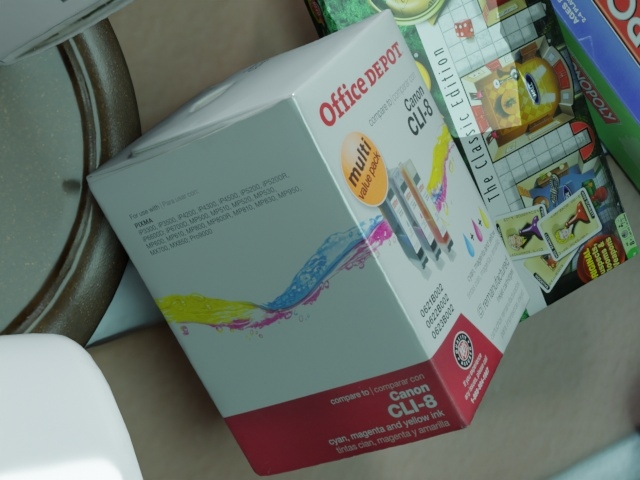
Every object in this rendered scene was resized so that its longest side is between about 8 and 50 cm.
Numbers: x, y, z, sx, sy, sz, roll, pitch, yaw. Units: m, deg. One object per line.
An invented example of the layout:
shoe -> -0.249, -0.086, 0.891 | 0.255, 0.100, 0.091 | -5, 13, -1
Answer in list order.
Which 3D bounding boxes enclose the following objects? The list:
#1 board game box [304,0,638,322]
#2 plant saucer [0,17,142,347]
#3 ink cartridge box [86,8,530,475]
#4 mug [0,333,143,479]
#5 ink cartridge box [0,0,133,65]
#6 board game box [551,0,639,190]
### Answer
board game box -> 0.088, -0.076, 0.727 | 0.136, 0.030, 0.259 | -28, 108, -12
plant saucer -> -0.215, -0.040, 0.557 | 0.311, 0.050, 0.310 | 0, 90, -32
ink cartridge box -> 0.000, 0.000, 0.617 | 0.176, 0.127, 0.128 | 61, 33, -15
mug -> -0.246, 0.220, 0.430 | 0.328, 0.276, 0.374 | -3, 121, -25
ink cartridge box -> -0.114, -0.266, 0.544 | 0.226, 0.131, 0.306 | 44, 58, -24
board game box -> 0.231, -0.172, 0.831 | 0.317, 0.046, 0.213 | 48, 66, -22
